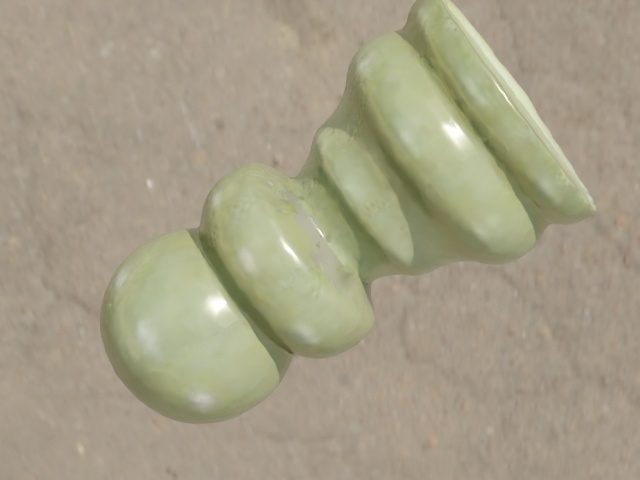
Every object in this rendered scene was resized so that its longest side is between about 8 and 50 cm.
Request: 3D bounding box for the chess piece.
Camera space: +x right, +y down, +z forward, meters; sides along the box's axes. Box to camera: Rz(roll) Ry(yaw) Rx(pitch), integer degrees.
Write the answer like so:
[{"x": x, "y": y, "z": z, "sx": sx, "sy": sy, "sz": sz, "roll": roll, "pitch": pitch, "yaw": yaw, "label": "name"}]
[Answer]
[{"x": 0.000, "y": 0.000, "z": 0.952, "sx": 0.251, "sy": 0.144, "sz": 0.144, "roll": -36, "pitch": 61, "yaw": 11, "label": "chess piece"}]
